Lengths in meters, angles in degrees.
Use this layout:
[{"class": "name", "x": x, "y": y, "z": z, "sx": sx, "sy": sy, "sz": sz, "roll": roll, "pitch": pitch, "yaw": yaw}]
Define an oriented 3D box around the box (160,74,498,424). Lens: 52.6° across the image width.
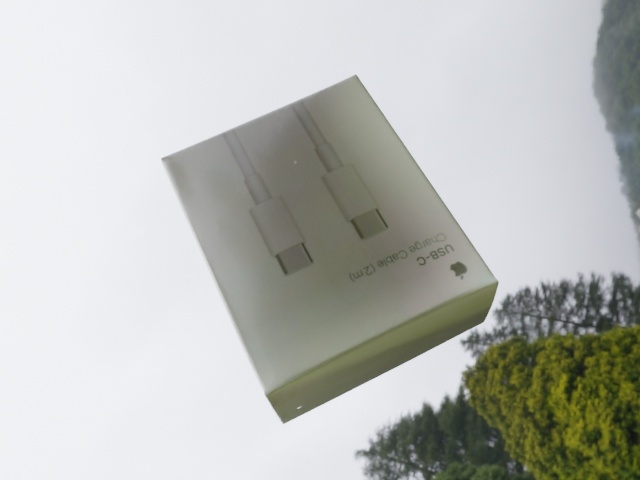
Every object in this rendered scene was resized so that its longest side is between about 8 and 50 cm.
[{"class": "box", "x": 0.000, "y": 0.000, "z": 0.579, "sx": 0.203, "sy": 0.251, "sz": 0.106, "roll": -24, "pitch": -27, "yaw": -8}]
